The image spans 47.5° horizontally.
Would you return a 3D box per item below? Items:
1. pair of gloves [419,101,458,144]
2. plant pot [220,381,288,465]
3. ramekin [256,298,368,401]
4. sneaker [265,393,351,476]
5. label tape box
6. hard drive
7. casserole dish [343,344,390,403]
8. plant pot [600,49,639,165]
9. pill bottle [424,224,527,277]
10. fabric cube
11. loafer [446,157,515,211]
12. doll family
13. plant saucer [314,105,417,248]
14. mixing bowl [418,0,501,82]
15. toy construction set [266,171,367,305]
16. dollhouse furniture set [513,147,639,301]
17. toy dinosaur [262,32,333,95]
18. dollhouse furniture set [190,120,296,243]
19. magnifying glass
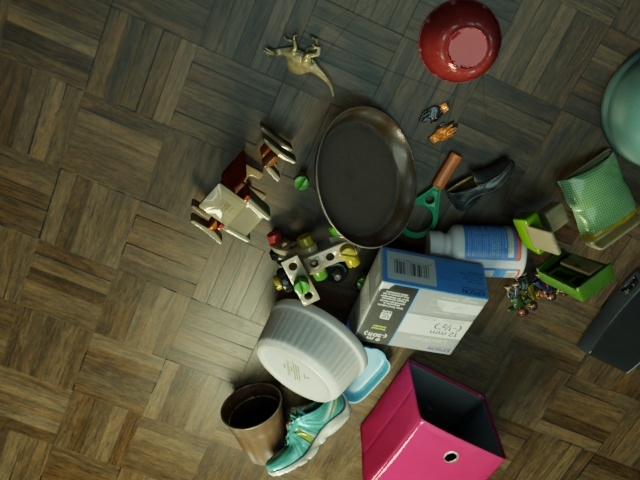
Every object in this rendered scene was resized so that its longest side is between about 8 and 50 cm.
[{"bbox_3d":[0.269,-0.267,1.654,0.074,0.010,0.083,-27,110,12],"label":"pair of gloves"},{"bbox_3d":[-0.159,0.493,1.918,0.167,0.167,0.165,-13,120,6],"label":"plant pot"},{"bbox_3d":[-0.031,0.276,1.755,0.273,0.127,0.273,26,149,17],"label":"ramekin"},{"bbox_3d":[-0.046,0.486,1.871,0.275,0.107,0.110,-45,106,-15],"label":"sneaker"},{"bbox_3d":[0.211,0.181,1.722,0.249,0.115,0.347,10,135,-10],"label":"label tape box"},{"bbox_3d":[0.790,0.213,1.834,0.172,0.054,0.255,26,111,-11],"label":"hard drive"},{"bbox_3d":[0.100,0.347,1.912,0.114,0.037,0.188,34,109,-13],"label":"casserole dish"},{"bbox_3d":[0.776,-0.266,1.547,0.293,0.196,0.293,0,114,1],"label":"plant pot"},{"bbox_3d":[0.363,0.024,1.719,0.221,0.124,0.124,2,114,-1],"label":"pill bottle"},{"bbox_3d":[0.274,0.515,1.862,0.254,0.259,0.258,28,111,-12],"label":"fabric cube"},{"bbox_3d":[0.369,-0.137,1.676,0.170,0.062,0.061,-40,123,16],"label":"loafer"},{"bbox_3d":[0.540,0.119,1.787,0.193,0.076,0.111,-26,106,8],"label":"doll family"},{"bbox_3d":[0.094,-0.138,1.602,0.050,0.310,0.310,-1,123,48],"label":"plant saucer"},{"bbox_3d":[0.303,-0.416,1.541,0.181,0.098,0.181,0,113,1],"label":"mixing bowl"},{"bbox_3d":[0.000,0.000,1.651,0.257,0.237,0.309,3,113,0],"label":"toy construction set"},{"bbox_3d":[0.614,-0.044,1.616,0.301,0.151,0.197,-34,112,-11],"label":"dollhouse furniture set"},{"bbox_3d":[-0.031,-0.398,1.588,0.183,0.053,0.092,28,127,-3],"label":"toy dinosaur"},{"bbox_3d":[-0.189,-0.119,1.591,0.135,0.259,0.262,37,108,-24],"label":"dollhouse furniture set"},{"bbox_3d":[0.262,-0.106,1.719,0.092,0.026,0.231,26,113,-10],"label":"magnifying glass"}]
